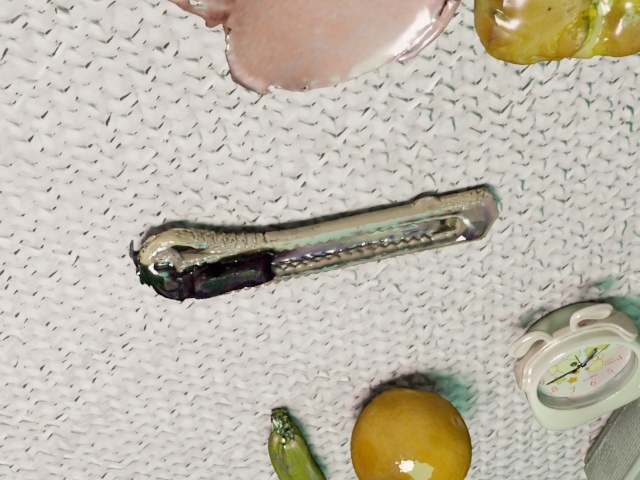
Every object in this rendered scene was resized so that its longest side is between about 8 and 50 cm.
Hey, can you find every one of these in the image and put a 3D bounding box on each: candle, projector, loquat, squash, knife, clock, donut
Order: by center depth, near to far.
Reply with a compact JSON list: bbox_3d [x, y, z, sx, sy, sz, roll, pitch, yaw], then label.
[{"bbox_3d":[0.002,-0.260,1.116,0.287,0.131,0.317,-30,148,19],"label":"candle"},{"bbox_3d":[0.213,-0.256,1.204,0.209,0.128,0.261,-5,139,-18],"label":"donut"},{"bbox_3d":[0.001,0.005,1.489,0.365,0.043,0.089,-9,141,-12],"label":"knife"},{"bbox_3d":[0.099,0.230,1.720,0.141,0.141,0.141,-11,140,-9],"label":"loquat"},{"bbox_3d":[0.287,0.130,1.731,0.152,0.062,0.191,-26,140,10],"label":"clock"},{"bbox_3d":[-0.027,0.252,1.757,0.052,0.052,0.183,-19,142,0],"label":"squash"},{"bbox_3d":[0.450,0.221,1.873,0.192,0.099,0.256,0,136,-20],"label":"projector"}]
